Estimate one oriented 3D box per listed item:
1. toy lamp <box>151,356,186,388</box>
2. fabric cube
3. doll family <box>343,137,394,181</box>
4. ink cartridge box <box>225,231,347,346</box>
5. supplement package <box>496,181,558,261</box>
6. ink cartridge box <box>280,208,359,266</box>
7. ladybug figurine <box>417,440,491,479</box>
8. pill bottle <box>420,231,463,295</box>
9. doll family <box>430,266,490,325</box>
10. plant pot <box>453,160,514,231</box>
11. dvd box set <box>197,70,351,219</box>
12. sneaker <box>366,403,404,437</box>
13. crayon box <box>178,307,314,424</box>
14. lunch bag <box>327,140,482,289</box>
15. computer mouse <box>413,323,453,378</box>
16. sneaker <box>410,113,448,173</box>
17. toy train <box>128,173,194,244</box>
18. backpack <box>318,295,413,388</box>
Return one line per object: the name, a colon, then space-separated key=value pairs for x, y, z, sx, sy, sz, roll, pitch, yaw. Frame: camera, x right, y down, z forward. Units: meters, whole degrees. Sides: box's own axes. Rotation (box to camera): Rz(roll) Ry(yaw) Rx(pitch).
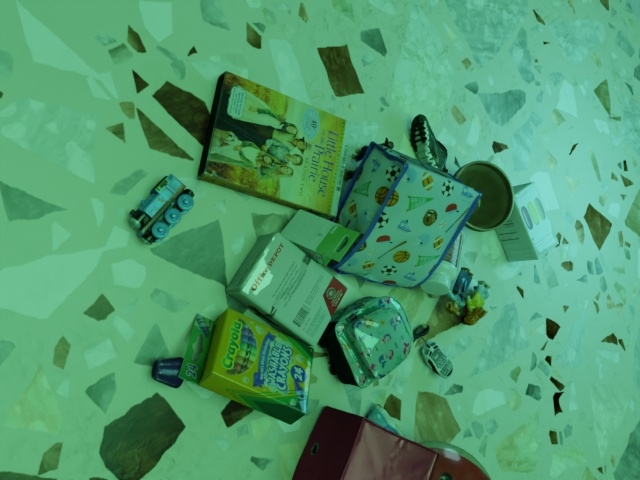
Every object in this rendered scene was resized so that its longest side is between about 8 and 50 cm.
toy lamp: x=-0.289 y=0.345 z=1.604 sx=0.275 sy=0.080 sz=0.080 roll=14 pitch=77 yaw=-29
fabric cube: x=0.113 y=0.620 z=1.691 sx=0.259 sy=0.258 sz=0.254 roll=30 pitch=73 yaw=-16
doll family: x=0.151 y=-0.247 z=1.925 sx=0.076 sy=0.111 sz=0.192 roll=31 pitch=69 yaw=-25
ink cartridge box: x=-0.092 y=0.134 z=1.729 sx=0.273 sy=0.114 sz=0.197 roll=41 pitch=66 yaw=-23
supplement package: x=0.712 y=-0.063 z=2.239 sx=0.139 sy=0.134 sz=0.244 roll=-31 pitch=101 yaw=-31
ink cartridge box: x=0.000 y=0.000 z=1.751 sx=0.109 sy=0.209 sz=0.062 roll=-52 pitch=147 yaw=-25
ladybug figurine: x=0.372 y=0.779 z=1.860 sx=0.305 sy=0.162 sz=0.449 roll=-39 pitch=111 yaw=3
pill bottle: x=0.380 y=0.059 z=2.005 sx=0.121 sy=0.121 sz=0.216 roll=33 pitch=56 yaw=-25
doll family: x=0.470 y=0.184 z=2.069 sx=0.263 sy=0.118 sz=0.163 roll=38 pitch=66 yaw=-23
plant pot: x=0.523 y=-0.143 z=2.131 sx=0.238 sy=0.110 sz=0.237 roll=2 pitch=84 yaw=-17
dvd box set: x=-0.118 y=-0.259 z=1.789 sx=0.421 sy=0.062 sz=0.307 roll=17 pitch=76 yaw=-29
sneaker: x=0.192 y=0.569 z=1.900 sx=0.073 sy=0.063 sz=0.162 roll=-38 pitch=102 yaw=-10
crayon box: x=-0.177 y=0.310 z=1.608 sx=0.323 sy=0.083 sz=0.203 roll=28 pitch=41 yaw=-20
lunch bag: x=0.220 y=-0.051 z=1.865 sx=0.328 sy=0.239 sz=0.385 roll=15 pitch=108 yaw=-31
computer mouse: x=0.352 y=0.363 z=2.024 sx=0.106 sy=0.042 sz=0.193 roll=-42 pitch=101 yaw=-33
sneaker: x=0.365 y=-0.305 z=2.089 sx=0.106 sy=0.078 sz=0.234 roll=-21 pitch=99 yaw=-35
toy train: x=-0.400 y=-0.077 z=1.588 sx=0.105 sy=0.080 sz=0.184 roll=42 pitch=67 yaw=-11
backpack: x=0.151 y=0.278 z=1.831 sx=0.254 sy=0.191 sz=0.225 roll=-28 pitch=99 yaw=-36
